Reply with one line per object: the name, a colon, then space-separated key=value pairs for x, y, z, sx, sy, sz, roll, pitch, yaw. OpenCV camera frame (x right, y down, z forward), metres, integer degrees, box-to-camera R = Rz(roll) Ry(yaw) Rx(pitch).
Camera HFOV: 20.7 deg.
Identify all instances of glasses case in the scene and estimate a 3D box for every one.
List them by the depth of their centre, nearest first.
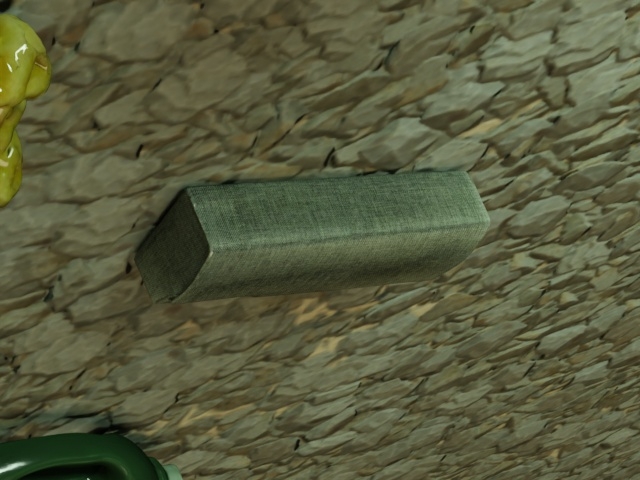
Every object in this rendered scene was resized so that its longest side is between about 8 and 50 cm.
glasses case: x=0.000 y=0.000 z=1.004 sx=0.205 sy=0.047 sz=0.071 roll=-5 pitch=150 yaw=-39

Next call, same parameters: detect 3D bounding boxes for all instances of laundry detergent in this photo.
laundry detergent: x=-0.177 y=0.169 z=1.154 sx=0.211 sy=0.063 sz=0.137 roll=-5 pitch=142 yaw=-38

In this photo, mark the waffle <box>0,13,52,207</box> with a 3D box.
waffle: x=-0.232 y=-0.033 z=0.703 sx=0.249 sy=0.056 sz=0.253 roll=-29 pitch=158 yaw=6
